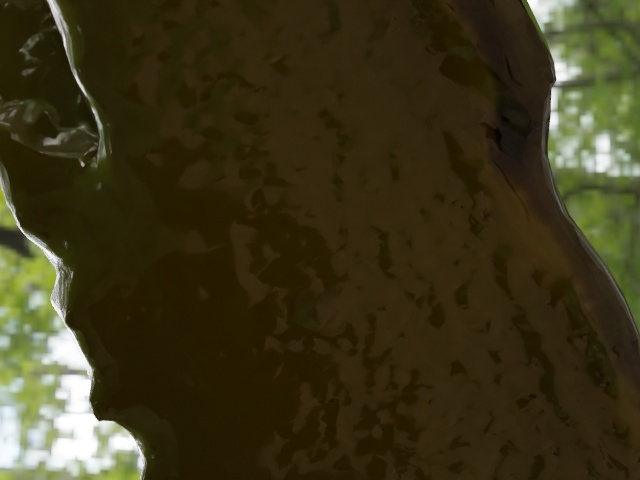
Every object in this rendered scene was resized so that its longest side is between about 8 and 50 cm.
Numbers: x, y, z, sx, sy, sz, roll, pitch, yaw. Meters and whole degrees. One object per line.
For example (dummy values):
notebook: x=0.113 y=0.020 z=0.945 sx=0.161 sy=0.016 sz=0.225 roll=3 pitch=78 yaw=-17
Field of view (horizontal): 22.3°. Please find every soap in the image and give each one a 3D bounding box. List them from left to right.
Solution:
soap: x=0.000 y=0.000 z=0.466 sx=0.339 sy=0.169 sz=0.304 roll=65 pitch=-176 yaw=26
